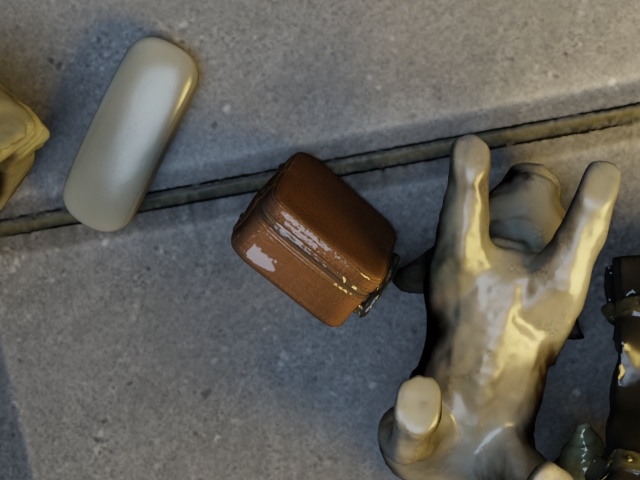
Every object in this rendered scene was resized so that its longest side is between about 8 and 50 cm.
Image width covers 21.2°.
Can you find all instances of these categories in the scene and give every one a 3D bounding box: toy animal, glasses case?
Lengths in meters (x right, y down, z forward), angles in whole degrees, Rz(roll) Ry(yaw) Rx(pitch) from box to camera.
[{"bbox_3d":[0.153,0.089,1.584,0.194,0.303,0.344,15,78,2],"label":"toy animal"},{"bbox_3d":[-0.187,-0.104,1.685,0.081,0.051,0.204,29,103,3],"label":"glasses case"}]

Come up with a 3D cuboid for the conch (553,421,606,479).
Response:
[{"bbox_3d":[0.265,0.349,1.616,0.169,0.203,0.386,0,108,50],"label":"conch"}]

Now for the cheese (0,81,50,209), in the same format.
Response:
[{"bbox_3d":[-0.397,-0.049,1.582,0.153,0.332,0.292,41,65,-2],"label":"cheese"}]

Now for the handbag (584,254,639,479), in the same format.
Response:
[{"bbox_3d":[0.368,0.162,1.488,0.288,0.342,0.152,19,148,-8],"label":"handbag"}]

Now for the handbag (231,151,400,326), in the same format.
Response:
[{"bbox_3d":[0.000,0.000,1.599,0.151,0.193,0.072,41,106,-2],"label":"handbag"}]
